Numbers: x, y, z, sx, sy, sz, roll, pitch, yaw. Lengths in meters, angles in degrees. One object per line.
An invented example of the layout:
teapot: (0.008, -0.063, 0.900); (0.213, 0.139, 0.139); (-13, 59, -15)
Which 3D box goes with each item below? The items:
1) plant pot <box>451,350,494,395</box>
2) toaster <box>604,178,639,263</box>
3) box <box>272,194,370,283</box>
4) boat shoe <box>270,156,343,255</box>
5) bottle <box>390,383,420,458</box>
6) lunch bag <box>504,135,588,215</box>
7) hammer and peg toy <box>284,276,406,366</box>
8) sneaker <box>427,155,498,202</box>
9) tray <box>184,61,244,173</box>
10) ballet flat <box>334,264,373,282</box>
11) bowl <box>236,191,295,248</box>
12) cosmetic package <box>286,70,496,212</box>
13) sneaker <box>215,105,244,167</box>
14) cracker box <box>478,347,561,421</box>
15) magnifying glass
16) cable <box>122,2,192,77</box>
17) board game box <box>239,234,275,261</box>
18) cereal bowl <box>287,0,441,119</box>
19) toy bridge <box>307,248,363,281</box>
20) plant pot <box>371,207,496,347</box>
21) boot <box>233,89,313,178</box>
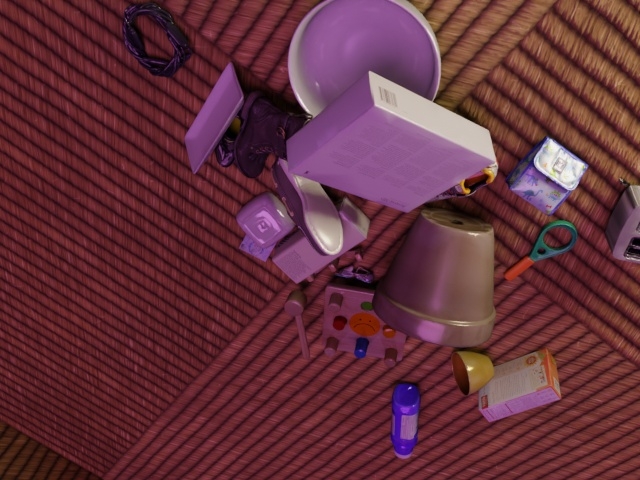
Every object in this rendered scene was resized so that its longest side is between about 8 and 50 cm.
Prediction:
plant pot: (0.466, 0.393, 1.907); (0.095, 0.134, 0.134); (-11, 124, -10)
toaster: (0.794, -0.038, 1.529); (0.185, 0.110, 0.168); (13, 125, 5)
box: (0.000, 0.000, 1.759); (0.275, 0.094, 0.113); (-33, 111, 30)
boat shoe: (-0.038, -0.091, 1.642); (0.091, 0.109, 0.305); (-36, 76, 48)
bottle: (0.280, 0.608, 2.092); (0.092, 0.118, 0.283); (4, 124, 10)
lunch bag: (0.547, -0.157, 1.524); (0.128, 0.096, 0.151); (33, 111, -7)
hammer and peg toy: (0.080, 0.240, 1.885); (0.361, 0.127, 0.266); (8, 127, 8)
sneaker: (0.332, -0.149, 1.576); (0.225, 0.093, 0.088); (-23, 116, 27)
tray: (-0.266, -0.306, 1.603); (0.030, 0.145, 0.270); (12, 133, -36)
ballet flat: (0.100, 0.093, 1.838); (0.114, 0.041, 0.041); (13, 126, 5)
bowl: (-0.157, -0.050, 1.774); (0.142, 0.053, 0.142); (-35, 106, 21)
cosmetic package: (0.157, -0.200, 1.409); (0.377, 0.097, 0.284); (16, 146, -36)
sneaker: (-0.239, -0.270, 1.641); (0.067, 0.078, 0.188); (24, 127, -3)
cracker box: (0.585, 0.430, 1.873); (0.232, 0.156, 0.067); (-28, 114, 29)
magnifying glass: (0.582, 0.032, 1.684); (0.092, 0.026, 0.231); (35, 123, -11)
cable: (-0.413, -0.495, 1.556); (0.150, 0.047, 0.184); (-28, 116, 34)
board game box: (-0.182, 0.008, 1.854); (0.090, 0.020, 0.090); (29, 125, -6)
cereal bowl: (0.104, -0.404, 1.427); (0.338, 0.141, 0.339); (7, 124, 10)
toy bridge: (0.039, 0.063, 1.811); (0.188, 0.063, 0.026); (-24, 115, 25)
plant pot: (0.320, 0.077, 1.631); (0.323, 0.323, 0.280); (13, 110, 4)
boot: (-0.109, -0.224, 1.546); (0.229, 0.091, 0.263); (39, 136, 33)
